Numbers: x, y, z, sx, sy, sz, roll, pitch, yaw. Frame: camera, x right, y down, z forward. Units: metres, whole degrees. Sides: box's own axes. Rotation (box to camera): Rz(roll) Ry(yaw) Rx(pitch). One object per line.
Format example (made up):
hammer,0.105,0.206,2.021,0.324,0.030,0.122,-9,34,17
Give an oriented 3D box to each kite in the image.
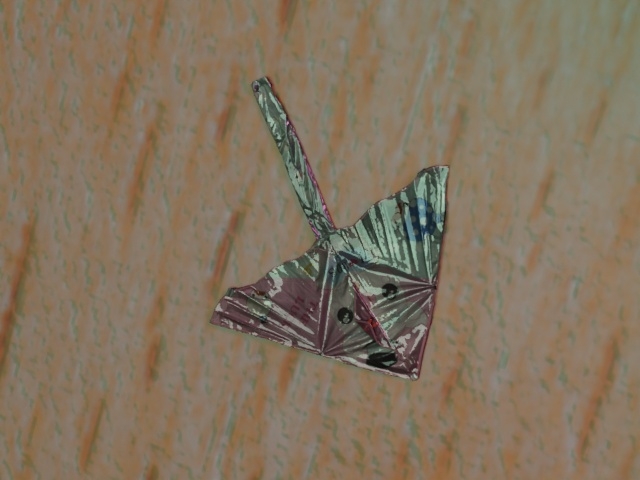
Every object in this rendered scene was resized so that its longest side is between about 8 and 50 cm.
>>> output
kite,0.000,0.000,0.887,0.137,0.005,0.153,-34,87,19
